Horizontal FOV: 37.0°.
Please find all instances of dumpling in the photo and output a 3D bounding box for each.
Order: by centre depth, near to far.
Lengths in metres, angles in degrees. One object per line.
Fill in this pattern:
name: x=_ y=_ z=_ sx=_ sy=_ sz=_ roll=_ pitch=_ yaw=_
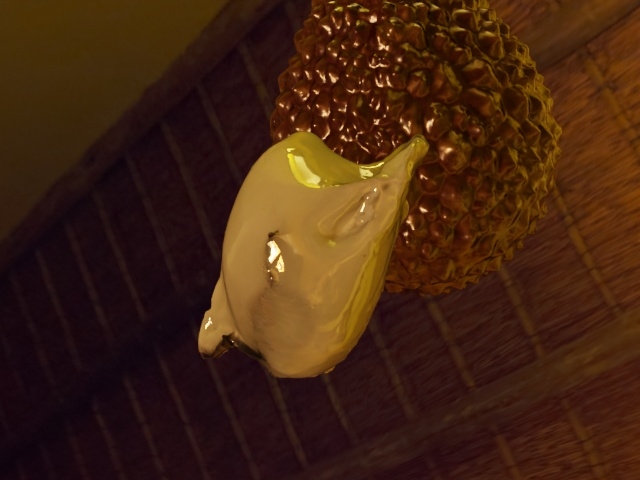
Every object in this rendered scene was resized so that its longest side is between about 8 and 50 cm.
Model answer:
dumpling: x=0.000 y=0.001 z=0.516 sx=0.092 sy=0.177 sz=0.150 roll=22 pitch=-148 yaw=13

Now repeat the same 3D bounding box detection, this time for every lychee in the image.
lychee: x=0.071 y=-0.100 z=0.775 sx=0.271 sy=0.271 sz=0.272 roll=0 pitch=-106 yaw=0
